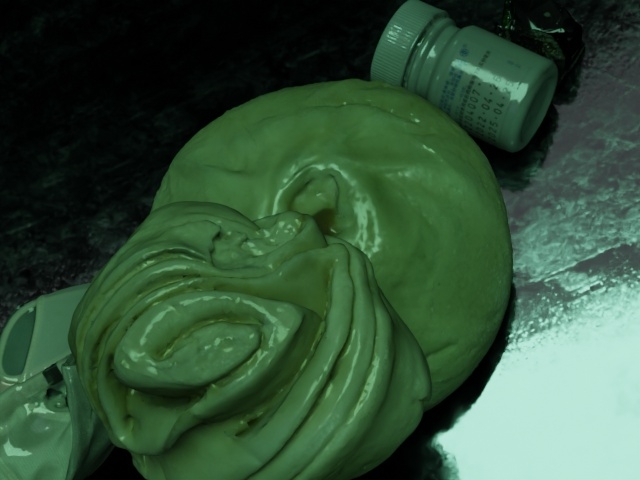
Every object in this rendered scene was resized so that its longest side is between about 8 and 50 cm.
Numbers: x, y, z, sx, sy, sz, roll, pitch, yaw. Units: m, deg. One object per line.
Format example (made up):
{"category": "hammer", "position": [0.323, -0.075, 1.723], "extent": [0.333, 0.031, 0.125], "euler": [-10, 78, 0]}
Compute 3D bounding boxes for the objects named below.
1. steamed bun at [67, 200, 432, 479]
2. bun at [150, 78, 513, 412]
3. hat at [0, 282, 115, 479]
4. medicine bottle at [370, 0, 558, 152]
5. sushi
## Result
{"category": "steamed bun", "position": [-0.075, 0.115, 1.482], "extent": [0.289, 0.203, 0.276], "euler": [43, 123, -5]}
{"category": "bun", "position": [0.002, 0.001, 1.662], "extent": [0.364, 0.202, 0.364], "euler": [-3, 71, 8]}
{"category": "hat", "position": [-0.234, 0.134, 1.703], "extent": [0.164, 0.219, 0.226], "euler": [56, 47, -11]}
{"category": "medicine bottle", "position": [0.145, -0.165, 1.756], "extent": [0.168, 0.105, 0.105], "euler": [28, 75, 17]}
{"category": "sushi", "position": [0.220, -0.210, 1.772], "extent": [0.084, 0.083, 0.056], "euler": [28, 76, 16]}
